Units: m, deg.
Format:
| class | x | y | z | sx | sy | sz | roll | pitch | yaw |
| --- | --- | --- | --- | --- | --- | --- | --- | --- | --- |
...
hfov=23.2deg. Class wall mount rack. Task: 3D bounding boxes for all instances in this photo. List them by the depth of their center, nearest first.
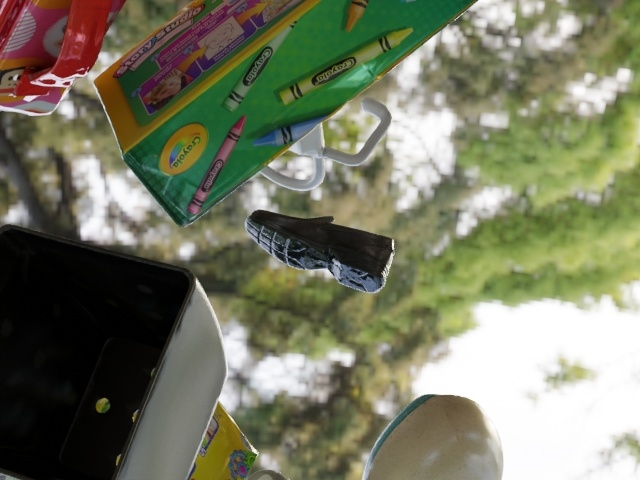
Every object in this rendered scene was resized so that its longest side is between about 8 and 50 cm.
| class | x | y | z | sx | sy | sz | roll | pitch | yaw |
| --- | --- | --- | --- | --- | --- | --- | --- | --- | --- |
| wall mount rack | -0.072 | -0.222 | 1.704 | 0.304 | 0.350 | 0.130 | 23 | -121 | 20 |

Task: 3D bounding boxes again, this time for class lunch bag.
| class | x | y | z | sx | sy | sz | roll | pitch | yaw |
| --- | --- | --- | --- | --- | --- | --- | --- | --- | --- |
| lunch bag | -0.210 | -0.228 | 1.165 | 0.120 | 0.293 | 0.258 | 3 | -122 | -30 |

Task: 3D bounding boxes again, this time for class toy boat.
| class | x | y | z | sx | sy | sz | roll | pitch | yaw |
| --- | --- | --- | --- | --- | --- | --- | --- | --- | --- |
| toy boat | 0.068 | 0.295 | 1.850 | 0.318 | 0.267 | 0.148 | -13 | -142 | -27 |

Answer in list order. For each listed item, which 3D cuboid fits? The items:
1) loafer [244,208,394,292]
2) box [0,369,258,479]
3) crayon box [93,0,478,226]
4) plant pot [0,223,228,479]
| class | x | y | z | sx | sy | sz | roll | pitch | yaw |
| --- | --- | --- | --- | --- | --- | --- | --- | --- | --- |
| loafer | 0.000 | 0.000 | 1.731 | 0.170 | 0.062 | 0.061 | 23 | -120 | 4 |
| box | -0.262 | 0.285 | 1.620 | 0.290 | 0.177 | 0.279 | -25 | -161 | 30 |
| crayon box | -0.032 | -0.150 | 1.172 | 0.278 | 0.081 | 0.165 | -38 | -152 | 3 |
| plant pot | -0.179 | 0.119 | 1.245 | 0.188 | 0.167 | 0.187 | 13 | -107 | 24 |
